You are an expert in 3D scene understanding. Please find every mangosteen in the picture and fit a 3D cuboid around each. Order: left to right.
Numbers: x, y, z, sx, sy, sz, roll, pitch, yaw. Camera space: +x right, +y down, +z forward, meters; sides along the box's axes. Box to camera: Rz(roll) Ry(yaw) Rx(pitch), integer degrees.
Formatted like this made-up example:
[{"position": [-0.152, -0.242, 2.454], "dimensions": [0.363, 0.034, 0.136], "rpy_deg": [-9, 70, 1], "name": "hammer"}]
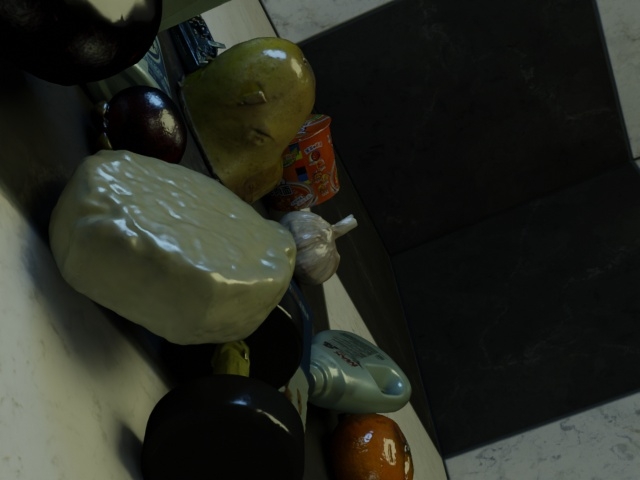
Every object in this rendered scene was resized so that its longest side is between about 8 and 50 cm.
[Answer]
[{"position": [-0.317, -0.344, 1.107], "dimensions": [0.287, 0.288, 0.233], "rpy_deg": [67, -12, -7], "name": "mangosteen"}, {"position": [-0.285, -0.165, 1.350], "dimensions": [0.152, 0.153, 0.152], "rpy_deg": [-22, 90, -80], "name": "mangosteen"}]

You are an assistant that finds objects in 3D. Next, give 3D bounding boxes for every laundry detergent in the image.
[{"position": [-0.331, -0.319, 1.499], "dimensions": [0.215, 0.105, 0.280], "rpy_deg": [55, 13, -45], "name": "laundry detergent"}, {"position": [0.047, 0.303, 1.921], "dimensions": [0.264, 0.124, 0.398], "rpy_deg": [34, 9, 19], "name": "laundry detergent"}]

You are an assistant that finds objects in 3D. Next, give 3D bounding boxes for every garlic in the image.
[{"position": [0.000, 0.000, 2.270], "dimensions": [0.218, 0.212, 0.218], "rpy_deg": [62, 6, -11], "name": "garlic"}]

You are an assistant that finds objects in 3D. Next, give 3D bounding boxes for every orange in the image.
[{"position": [0.117, 0.490, 1.942], "dimensions": [0.224, 0.170, 0.224], "rpy_deg": [-24, 90, -81], "name": "orange"}]

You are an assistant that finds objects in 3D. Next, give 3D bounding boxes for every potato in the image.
[{"position": [-0.122, -0.274, 1.990], "dimensions": [0.289, 0.296, 0.397], "rpy_deg": [-97, 161, -51], "name": "potato"}]

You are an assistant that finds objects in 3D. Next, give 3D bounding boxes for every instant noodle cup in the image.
[{"position": [-0.068, -0.204, 2.316], "dimensions": [0.250, 0.251, 0.192], "rpy_deg": [-89, 164, -66], "name": "instant noodle cup"}]

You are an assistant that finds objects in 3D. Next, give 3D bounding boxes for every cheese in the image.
[{"position": [-0.180, 0.004, 1.117], "dimensions": [0.327, 0.115, 0.318], "rpy_deg": [11, 29, -43], "name": "cheese"}]

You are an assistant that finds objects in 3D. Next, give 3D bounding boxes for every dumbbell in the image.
[{"position": [-0.123, 0.203, 1.182], "dimensions": [0.322, 0.204, 0.203], "rpy_deg": [-94, 159, -60], "name": "dumbbell"}]

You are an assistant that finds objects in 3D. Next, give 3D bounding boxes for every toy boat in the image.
[{"position": [-0.304, -0.499, 2.056], "dimensions": [0.093, 0.103, 0.246], "rpy_deg": [-3, 64, -55], "name": "toy boat"}]

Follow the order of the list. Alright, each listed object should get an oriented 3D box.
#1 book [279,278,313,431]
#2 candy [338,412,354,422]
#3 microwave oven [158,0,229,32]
[{"position": [-0.093, 0.215, 1.555], "dimensions": [0.300, 0.039, 0.427], "rpy_deg": [59, 26, -43], "name": "book"}, {"position": [0.123, 0.546, 2.085], "dimensions": [0.061, 0.088, 0.312], "rpy_deg": [55, 16, -56], "name": "candy"}, {"position": [-0.318, -0.641, 1.664], "dimensions": [0.333, 0.247, 0.394], "rpy_deg": [60, 2, -48], "name": "microwave oven"}]
